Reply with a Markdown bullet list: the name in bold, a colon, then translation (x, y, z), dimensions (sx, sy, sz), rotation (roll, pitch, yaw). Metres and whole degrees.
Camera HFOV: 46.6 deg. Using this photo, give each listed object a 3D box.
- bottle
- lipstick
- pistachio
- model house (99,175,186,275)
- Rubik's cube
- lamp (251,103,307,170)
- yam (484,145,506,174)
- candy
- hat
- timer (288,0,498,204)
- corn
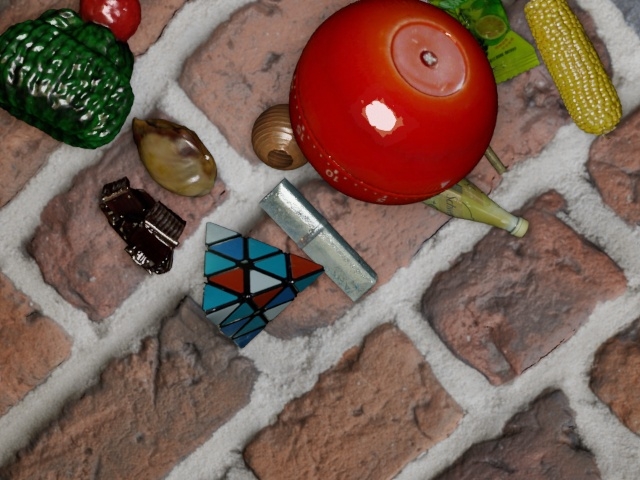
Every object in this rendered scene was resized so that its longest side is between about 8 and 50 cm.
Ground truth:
- **bottle**: translation (0.295, -0.079, 1.503), dimensions (0.269, 0.083, 0.083), rotation (25, 100, -1)
- **lipstick**: translation (0.000, 0.000, 1.534), dimensions (0.076, 0.077, 0.289), rotation (-44, 96, 12)
- **pistachio**: translation (-0.296, -0.174, 1.500), dimensions (0.210, 0.130, 0.165), rotation (39, 140, -5)
- **model house**: translation (-0.369, -0.030, 1.506), dimensions (0.203, 0.164, 0.141), rotation (40, 94, -2)
- **Rubik's cube**: translation (-0.152, 0.036, 1.527), dimensions (0.250, 0.284, 0.234), rotation (-33, 67, 1)
- **lamp**: translation (-0.070, -0.205, 1.475), dimensions (0.136, 0.136, 0.136), rotation (0, 100, 3)
- **yam**: translation (0.339, -0.184, 1.515), dimensions (0.021, 0.021, 0.116), rotation (-37, 98, 8)
- **candy**: translation (0.313, -0.422, 1.451), dimensions (0.149, 0.069, 0.246), rotation (-28, 93, 2)
- **hat**: translation (-0.470, -0.363, 1.447), dimensions (0.274, 0.242, 0.332), rotation (32, 76, -25)
- **timer**: translation (0.135, -0.254, 1.343), dimensions (0.378, 0.279, 0.378), rotation (6, 70, -17)
- **corn**: translation (0.493, -0.336, 1.443), dimensions (0.101, 0.101, 0.310), rotation (-29, 95, 7)
